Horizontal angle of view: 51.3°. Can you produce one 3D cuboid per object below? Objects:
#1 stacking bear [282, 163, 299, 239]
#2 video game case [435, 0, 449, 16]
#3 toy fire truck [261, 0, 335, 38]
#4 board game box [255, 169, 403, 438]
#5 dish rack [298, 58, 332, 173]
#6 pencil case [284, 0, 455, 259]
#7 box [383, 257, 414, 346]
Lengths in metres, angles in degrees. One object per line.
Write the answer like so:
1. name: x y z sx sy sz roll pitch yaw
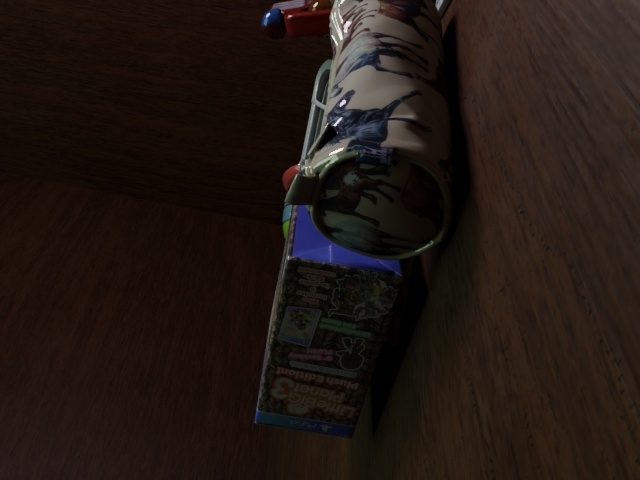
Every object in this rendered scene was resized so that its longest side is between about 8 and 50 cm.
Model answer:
1. stacking bear: 0.000 0.000 1.420 0.164 0.175 0.289 -17 73 52
2. video game case: 0.191 -0.403 0.978 0.087 0.011 0.122 121 159 -73
3. toy fire truck: 0.026 -0.405 1.185 0.302 0.253 0.170 -90 -11 -63
4. board game box: 0.008 0.086 0.940 0.232 0.141 0.291 -86 8 -57
5. dish rack: 0.052 -0.132 1.189 0.285 0.072 0.333 47 130 53
6. pencil case: 0.074 -0.177 0.849 0.160 0.183 0.411 -50 24 43
7. box: 0.099 0.069 0.922 0.094 0.027 0.137 -133 53 -85
